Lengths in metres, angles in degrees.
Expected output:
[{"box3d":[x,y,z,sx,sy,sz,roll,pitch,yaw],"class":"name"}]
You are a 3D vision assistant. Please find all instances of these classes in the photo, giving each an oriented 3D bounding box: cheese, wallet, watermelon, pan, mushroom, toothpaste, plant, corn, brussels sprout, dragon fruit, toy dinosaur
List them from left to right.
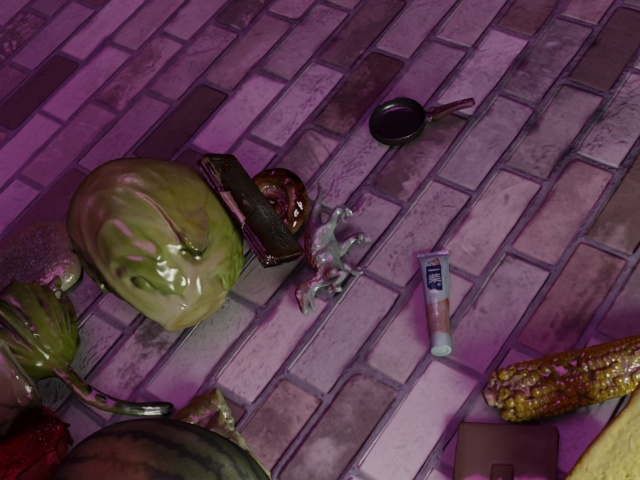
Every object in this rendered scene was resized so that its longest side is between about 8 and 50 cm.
[{"box3d":[-0.549,0.242,1.457,0.202,0.091,0.175,-41,91,3],"class":"cheese"},{"box3d":[-0.492,0.361,1.498,0.261,0.163,0.189,32,110,55],"class":"dragon fruit"},{"box3d":[-0.431,0.180,1.548,0.333,0.180,0.251,19,17,35],"class":"plant"},{"box3d":[-0.281,-0.005,1.621,0.328,0.247,0.328,20,42,-19],"class":"brussels sprout"},{"box3d":[-0.202,0.388,1.270,0.359,0.279,0.279,11,58,31],"class":"watermelon"},{"box3d":[-0.120,-0.057,1.622,0.031,0.122,0.232,-40,77,26],"class":"wallet"},{"box3d":[-0.084,-0.049,1.722,0.135,0.080,0.171,-1,67,33],"class":"mushroom"},{"box3d":[0.000,0.000,1.675,0.167,0.053,0.242,-26,60,0],"class":"toy dinosaur"},{"box3d":[0.196,-0.239,1.802,0.212,0.040,0.115,-10,52,17],"class":"pan"},{"box3d":[0.195,0.099,1.568,0.056,0.036,0.205,-6,50,10],"class":"toothpaste"},{"box3d":[0.274,0.325,1.380,0.152,0.039,0.118,2,52,19],"class":"wallet"},{"box3d":[0.402,0.202,1.402,0.319,0.097,0.097,-16,53,3],"class":"corn"}]

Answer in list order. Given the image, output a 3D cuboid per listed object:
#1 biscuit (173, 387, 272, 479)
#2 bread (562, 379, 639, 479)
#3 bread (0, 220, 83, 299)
[{"box3d":[-0.179,0.376,1.468,0.187,0.036,0.273,-37,55,-6],"class":"biscuit"},{"box3d":[0.379,0.397,1.180,0.361,0.245,0.233,-37,55,-17],"class":"bread"},{"box3d":[-0.566,0.084,1.773,0.207,0.056,0.286,33,70,34],"class":"bread"}]
